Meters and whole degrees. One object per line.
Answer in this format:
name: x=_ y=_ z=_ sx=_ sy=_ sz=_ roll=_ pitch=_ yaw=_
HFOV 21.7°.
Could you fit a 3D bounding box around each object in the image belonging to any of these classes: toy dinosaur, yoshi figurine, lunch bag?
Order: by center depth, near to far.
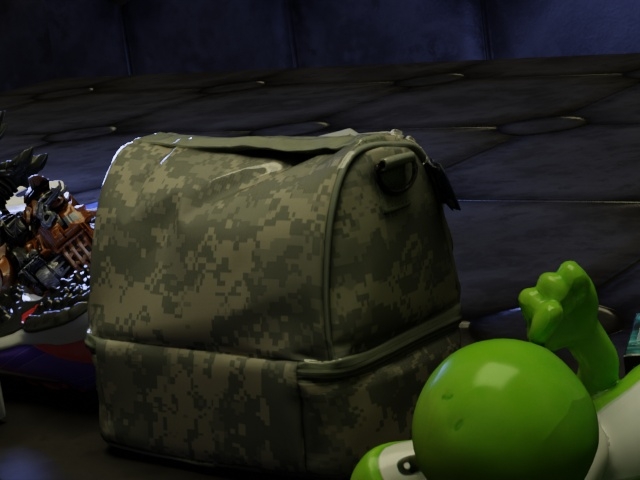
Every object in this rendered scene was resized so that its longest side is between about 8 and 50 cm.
yoshi figurine: x=0.199 y=0.114 z=1.052 sx=0.362 sy=0.203 sz=0.203 roll=-14 pitch=21 yaw=-15
lunch bag: x=-0.038 y=0.037 z=1.360 sx=0.305 sy=0.256 sz=0.213 roll=5 pitch=18 yaw=41
toy dinosaur: x=-0.335 y=-0.003 z=1.743 sx=0.322 sy=0.218 sz=0.164 roll=-12 pitch=-20 yaw=-16

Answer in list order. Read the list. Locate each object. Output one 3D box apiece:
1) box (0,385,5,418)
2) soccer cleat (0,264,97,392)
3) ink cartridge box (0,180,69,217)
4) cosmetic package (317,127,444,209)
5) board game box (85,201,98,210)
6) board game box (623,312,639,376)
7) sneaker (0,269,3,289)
box: x=-0.469 y=0.065 z=1.572 sx=0.168 sy=0.215 sz=0.345 roll=-18 pitch=16 yaw=-38
soccer cleat: x=-0.254 y=0.103 z=1.595 sx=0.318 sy=0.116 sz=0.108 roll=-17 pitch=31 yaw=49
ink cartridge box: x=-0.325 y=0.009 z=1.898 sx=0.092 sy=0.143 sz=0.090 roll=-9 pitch=13 yaw=-4
cosmetic package: x=0.000 y=0.000 z=1.651 sx=0.184 sy=0.151 sz=0.151 roll=-18 pitch=39 yaw=-37
board game box: x=-0.157 y=-0.016 z=2.087 sx=0.319 sy=0.065 sz=0.318 roll=-19 pitch=17 yaw=-40
board game box: x=0.360 y=0.087 z=1.436 sx=0.186 sy=0.026 sz=0.126 roll=-4 pitch=13 yaw=17
sneaker: x=-0.358 y=0.044 z=1.641 sx=0.170 sy=0.063 sz=0.074 roll=-34 pitch=31 yaw=47
